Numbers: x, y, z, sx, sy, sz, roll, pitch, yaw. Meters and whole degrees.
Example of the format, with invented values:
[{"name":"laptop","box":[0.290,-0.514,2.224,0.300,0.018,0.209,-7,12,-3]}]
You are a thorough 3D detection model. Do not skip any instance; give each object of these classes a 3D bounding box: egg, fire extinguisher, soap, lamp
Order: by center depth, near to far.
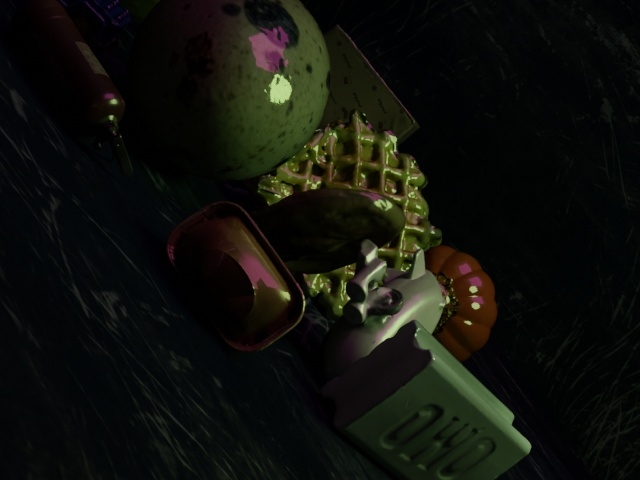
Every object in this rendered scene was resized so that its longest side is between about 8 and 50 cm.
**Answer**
[{"name":"fire extinguisher","box":[-0.286,-0.178,1.400,0.231,0.071,0.099,55,-18,18]},{"name":"soap","box":[0.141,0.235,1.530,0.265,0.160,0.087,44,12,-39]},{"name":"egg","box":[-0.126,-0.228,1.641,0.287,0.287,0.379,49,6,-13]},{"name":"lamp","box":[0.208,0.119,2.112,0.223,0.223,0.196,54,11,20]}]

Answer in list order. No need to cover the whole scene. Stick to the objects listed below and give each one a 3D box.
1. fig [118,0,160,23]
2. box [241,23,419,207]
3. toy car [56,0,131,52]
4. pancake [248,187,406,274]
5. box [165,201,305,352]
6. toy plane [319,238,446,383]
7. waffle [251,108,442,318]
[{"name":"fig","box":[-0.318,-0.500,1.877,0.316,0.316,0.316,49,9,-11]},{"name":"box","box":[-0.008,-0.192,2.067,0.225,0.297,0.190,51,6,4]},{"name":"toy car","box":[-0.348,-0.366,1.701,0.191,0.100,0.097,44,14,-13]},{"name":"pancake","box":[0.000,0.000,1.604,0.242,0.242,0.050,37,43,-57]},{"name":"box","box":[-0.095,0.043,1.332,0.177,0.111,0.111,53,10,15]},{"name":"toy plane","box":[0.085,0.120,1.618,0.122,0.267,0.267,10,-14,30]},{"name":"waffle","box":[0.044,-0.043,1.882,0.297,0.317,0.073,56,-27,-5]}]
